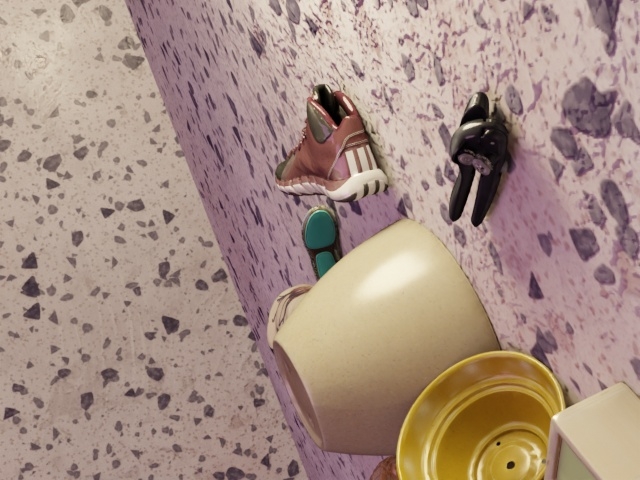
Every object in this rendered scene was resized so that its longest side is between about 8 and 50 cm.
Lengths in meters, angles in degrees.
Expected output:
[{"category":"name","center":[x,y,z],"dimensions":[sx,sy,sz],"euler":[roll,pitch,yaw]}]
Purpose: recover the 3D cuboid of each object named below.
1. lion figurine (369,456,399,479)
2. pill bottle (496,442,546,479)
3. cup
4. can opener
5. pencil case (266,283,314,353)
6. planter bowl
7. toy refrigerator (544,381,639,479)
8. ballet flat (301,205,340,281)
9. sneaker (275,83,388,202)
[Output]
[{"category":"lion figurine","center":[0.159,0.554,1.742],"dimensions":[0.392,0.142,0.240],"euler":[95,157,-70]},{"category":"pill bottle","center":[0.243,0.308,1.111],"dimensions":[0.094,0.094,0.169],"euler":[69,162,-6]},{"category":"cup","center":[0.073,0.164,1.240],"dimensions":[0.331,0.237,0.331],"euler":[90,154,-56]},{"category":"can opener","center":[0.165,-0.070,0.932],"dimensions":[0.059,0.073,0.186],"euler":[19,149,17]},{"category":"pencil case","center":[0.019,0.191,1.634],"dimensions":[0.410,0.160,0.183],"euler":[-168,73,-73]},{"category":"planter bowl","center":[0.202,0.242,1.033],"dimensions":[0.090,0.217,0.217],"euler":[45,180,-32]},{"category":"toy refrigerator","center":[0.286,0.276,0.908],"dimensions":[0.269,0.094,0.102],"euler":[82,160,-44]},{"category":"ballet flat","center":[0.000,0.000,1.629],"dimensions":[0.070,0.070,0.188],"euler":[-128,24,-46]},{"category":"sneaker","center":[0.003,-0.152,1.330],"dimensions":[0.281,0.106,0.162],"euler":[13,120,61]}]
